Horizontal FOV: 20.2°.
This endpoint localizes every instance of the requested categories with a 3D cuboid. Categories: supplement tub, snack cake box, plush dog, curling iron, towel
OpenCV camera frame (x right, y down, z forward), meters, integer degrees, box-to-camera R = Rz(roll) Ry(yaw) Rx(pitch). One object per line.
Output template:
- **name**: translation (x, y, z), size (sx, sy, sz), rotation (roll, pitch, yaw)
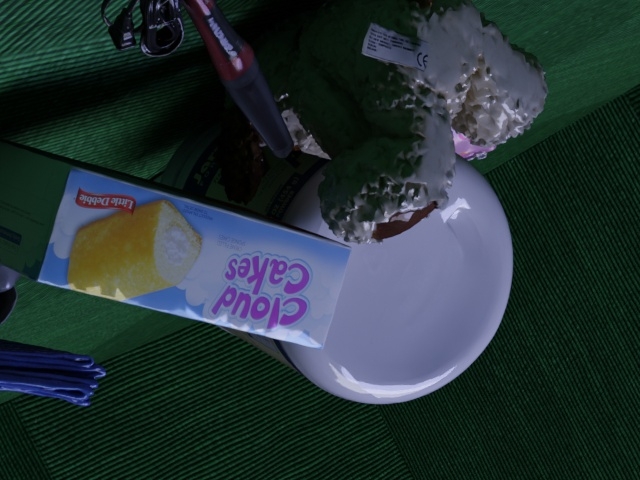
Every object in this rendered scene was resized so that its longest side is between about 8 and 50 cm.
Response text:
- **supplement tub**: translation (0.000, 0.000, 1.656), size (0.235, 0.235, 0.325), rotation (-25, -157, -21)
- **snack cake box**: translation (-0.127, 0.002, 1.378), size (0.264, 0.089, 0.152), rotation (16, -179, -37)
- **plush dog**: translation (0.020, -0.130, 1.438), size (0.225, 0.210, 0.262), rotation (-7, -155, 41)
- **curling iron**: translation (-0.073, -0.119, 1.234), size (0.068, 0.035, 0.274), rotation (-32, 154, 7)
- **towel**: translation (-0.346, 0.100, 1.511), size (0.243, 0.040, 0.336), rotation (6, 178, -26)

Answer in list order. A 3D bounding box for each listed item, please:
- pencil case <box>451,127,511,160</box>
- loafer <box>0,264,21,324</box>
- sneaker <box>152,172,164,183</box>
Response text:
- **pencil case**: translation (0.083, -0.110, 2.179), size (0.284, 0.124, 0.124), rotation (-26, 175, 1)
- **loafer**: translation (-0.322, 0.037, 1.563), size (0.112, 0.111, 0.319), rotation (-25, 175, -20)
- **sneaker**: translation (-0.042, -0.052, 1.916), size (0.256, 0.151, 0.094), rotation (-29, 173, 12)
